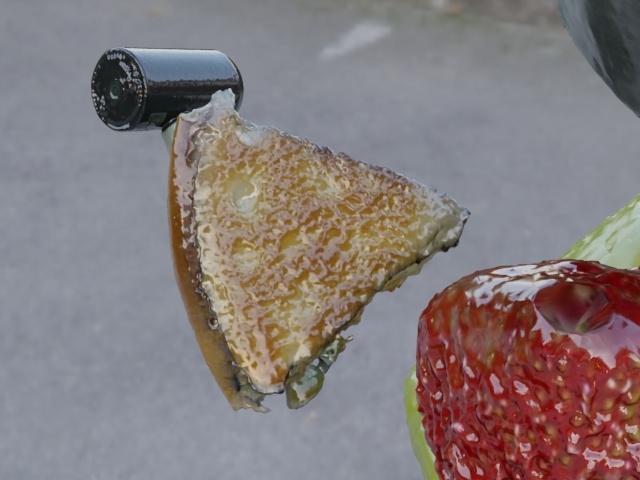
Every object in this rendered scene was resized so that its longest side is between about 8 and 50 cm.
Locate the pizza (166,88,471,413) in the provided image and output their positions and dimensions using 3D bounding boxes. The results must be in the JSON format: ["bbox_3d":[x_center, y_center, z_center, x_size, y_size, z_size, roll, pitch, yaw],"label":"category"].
[{"bbox_3d":[0.000,0.000,0.951,0.195,0.185,0.052,-9,1,-31],"label":"pizza"}]

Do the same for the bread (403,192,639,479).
[{"bbox_3d":[0.251,0.124,1.029,0.348,0.307,0.348,35,18,-14],"label":"bread"}]

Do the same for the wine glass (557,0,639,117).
[{"bbox_3d":[0.047,-0.192,0.495,0.406,0.267,0.267,13,11,-40],"label":"wine glass"}]

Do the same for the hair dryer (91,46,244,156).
[{"bbox_3d":[-0.077,-0.043,1.106,0.100,0.057,0.197,-5,65,-46],"label":"hair dryer"}]

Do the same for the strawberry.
[{"bbox_3d":[0.093,0.053,0.548,0.131,0.148,0.131,-6,41,5],"label":"strawberry"}]
